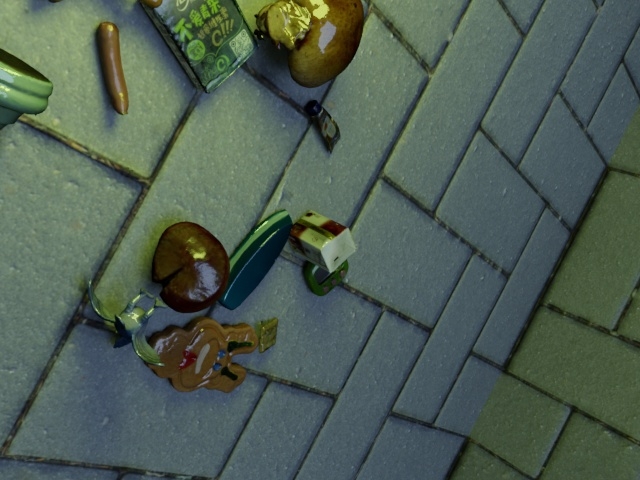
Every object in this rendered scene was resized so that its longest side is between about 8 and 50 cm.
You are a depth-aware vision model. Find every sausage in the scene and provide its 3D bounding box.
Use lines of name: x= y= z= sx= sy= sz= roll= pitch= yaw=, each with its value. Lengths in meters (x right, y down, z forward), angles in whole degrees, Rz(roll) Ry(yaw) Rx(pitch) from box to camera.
sausage: x=-0.400 y=-0.333 z=1.312 sx=0.040 sy=0.047 sz=0.176 roll=-30 pitch=127 yaw=-46

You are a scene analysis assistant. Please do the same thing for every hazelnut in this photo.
hazelnut: x=-0.289 y=0.058 z=1.516 sx=0.178 sy=0.178 sz=0.204 roll=-16 pitch=79 yaw=-39

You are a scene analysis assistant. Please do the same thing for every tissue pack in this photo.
tissue pack: x=0.000 y=-0.001 z=1.787 sx=0.106 sy=0.149 sz=0.099 roll=-42 pitch=133 yaw=-22
tissue pack: x=-0.243 y=-0.445 z=1.394 sx=0.173 sy=0.073 sz=0.235 roll=-48 pitch=135 yaw=-17

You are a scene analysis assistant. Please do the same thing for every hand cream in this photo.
hand cream: x=0.012 y=-0.296 z=1.743 sx=0.163 sy=0.039 sz=0.062 roll=52 pitch=55 yaw=-47

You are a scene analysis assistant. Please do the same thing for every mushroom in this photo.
mushroom: x=-0.014 y=-0.473 z=1.492 sx=0.283 sy=0.195 sz=0.263 roll=-30 pitch=131 yaw=-44

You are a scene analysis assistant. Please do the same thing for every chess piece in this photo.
chess piece: x=-0.595 y=-0.176 z=1.114 sx=0.195 sy=0.194 sz=0.299 roll=24 pitch=101 yaw=-47

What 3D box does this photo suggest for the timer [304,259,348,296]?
timer: x=0.017 y=0.083 z=1.920 sx=0.140 sy=0.047 sz=0.128 roll=-41 pitch=134 yaw=-23

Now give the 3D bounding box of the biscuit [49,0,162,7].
biscuit: x=-0.391 y=-0.505 z=1.205 sx=0.208 sy=0.047 sz=0.164 roll=-8 pitch=107 yaw=-27

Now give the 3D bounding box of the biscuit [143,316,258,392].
biscuit: x=-0.295 y=0.294 z=1.715 sx=0.334 sy=0.047 sz=0.202 roll=19 pitch=96 yaw=-47

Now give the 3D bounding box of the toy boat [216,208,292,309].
toy boat: x=-0.165 y=0.044 z=1.711 sx=0.299 sy=0.062 sz=0.096 roll=-54 pitch=136 yaw=-11

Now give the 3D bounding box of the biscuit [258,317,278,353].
biscuit: x=-0.142 y=0.261 z=1.851 sx=0.083 sy=0.018 sz=0.081 roll=-25 pitch=126 yaw=-62

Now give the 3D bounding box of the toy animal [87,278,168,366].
toy animal: x=-0.407 y=0.189 z=1.447 sx=0.176 sy=0.239 sz=0.255 roll=-51 pitch=172 yaw=4
